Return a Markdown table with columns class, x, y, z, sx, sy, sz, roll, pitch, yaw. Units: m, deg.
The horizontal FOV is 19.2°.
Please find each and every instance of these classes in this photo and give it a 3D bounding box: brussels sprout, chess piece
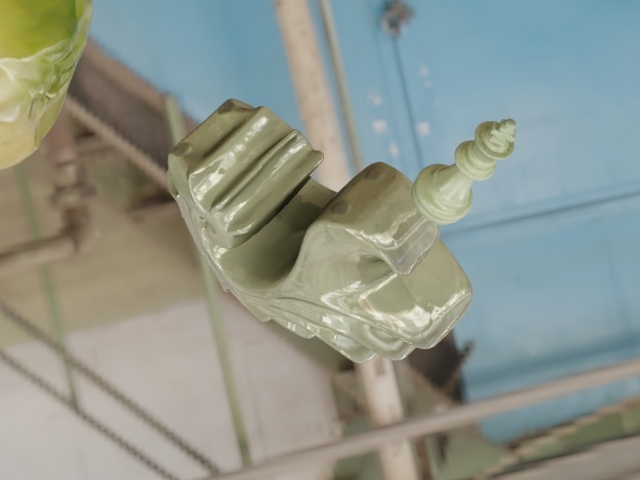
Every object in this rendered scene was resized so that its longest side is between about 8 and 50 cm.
| class | x | y | z | sx | sy | sz | roll | pitch | yaw |
| --- | --- | --- | --- | --- | --- | --- | --- | --- | --- |
| brussels sprout | -0.298 | -0.172 | 1.383 | 0.259 | 0.294 | 0.227 | -6 | 150 | -23 |
| chess piece | 0.140 | -0.070 | 1.721 | 0.059 | 0.059 | 0.149 | -14 | 162 | -32 |

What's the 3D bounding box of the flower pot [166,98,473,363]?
| class | x | y | z | sx | sy | sz | roll | pitch | yaw |
| --- | --- | --- | --- | --- | --- | --- | --- | --- | --- |
| flower pot | 0.000 | 0.000 | 2.060 | 0.367 | 0.254 | 0.164 | 24 | -119 | 43 |
